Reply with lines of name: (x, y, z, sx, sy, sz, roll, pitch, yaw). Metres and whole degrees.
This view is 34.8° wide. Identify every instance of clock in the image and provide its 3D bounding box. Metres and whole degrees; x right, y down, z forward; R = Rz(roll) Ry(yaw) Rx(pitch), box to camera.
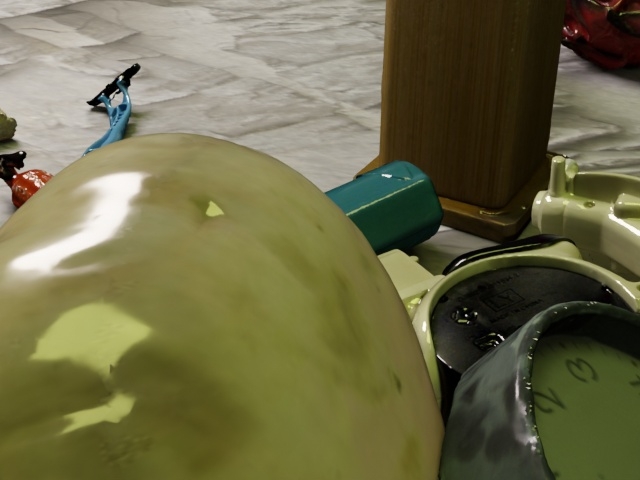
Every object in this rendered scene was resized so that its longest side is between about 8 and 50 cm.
clock: (0.221, 0.038, 0.857, 0.379, 0.120, 0.276, -21, 36, -26)
clock: (0.211, 0.174, 0.563, 0.325, 0.067, 0.325, 28, 33, -20)

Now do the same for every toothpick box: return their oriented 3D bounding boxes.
toothpick box: (0.157, -0.191, 1.045, 0.190, 0.308, 0.187, 18, 36, 26)

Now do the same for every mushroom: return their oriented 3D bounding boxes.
mushroom: (-0.093, 0.101, 0.550, 0.353, 0.325, 0.353, 0, 60, -1)

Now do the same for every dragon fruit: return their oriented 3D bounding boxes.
dragon fruit: (0.439, -0.331, 1.393, 0.293, 0.234, 0.234, 23, 35, 4)

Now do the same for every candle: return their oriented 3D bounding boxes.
candle: (-0.222, -0.021, 0.978, 0.302, 0.059, 0.084, 29, 29, 32)

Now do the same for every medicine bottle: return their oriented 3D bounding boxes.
medicine bottle: (0.000, 0.000, 0.922, 0.258, 0.079, 0.124, -25, 10, -24)

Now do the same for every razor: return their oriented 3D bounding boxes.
razor: (-0.239, -0.114, 1.135, 0.082, 0.042, 0.253, -35, 27, 20)

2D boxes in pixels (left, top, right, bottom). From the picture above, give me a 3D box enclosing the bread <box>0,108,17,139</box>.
bread: (-0.434, -0.149, 1.165, 0.154, 0.054, 0.136, -8, 31, -22)
